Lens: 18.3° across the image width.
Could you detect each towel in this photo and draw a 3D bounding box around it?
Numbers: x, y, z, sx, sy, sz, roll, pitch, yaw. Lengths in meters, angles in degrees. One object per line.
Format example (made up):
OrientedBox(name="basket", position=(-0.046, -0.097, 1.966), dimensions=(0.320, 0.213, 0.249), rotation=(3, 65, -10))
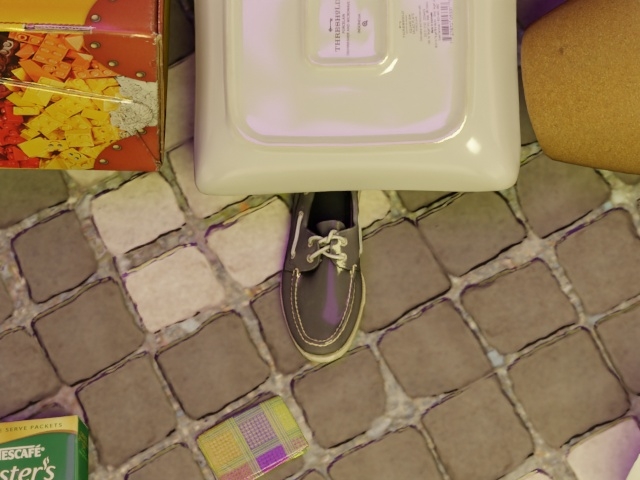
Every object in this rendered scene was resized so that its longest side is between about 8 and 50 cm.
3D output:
OrientedBox(name="towel", position=(-0.058, 0.170, 1.648), dimensions=(0.083, 0.009, 0.060), rotation=(-29, 63, -5))

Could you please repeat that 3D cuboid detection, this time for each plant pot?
OrientedBox(name="plant pot", position=(0.303, -0.145, 1.629), dimensions=(0.254, 0.237, 0.237), rotation=(-9, 63, 22))

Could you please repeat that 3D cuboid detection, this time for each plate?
OrientedBox(name="plate", position=(0.025, -0.177, 1.641), dimensions=(0.278, 0.045, 0.277), rotation=(-1, 90, 8))

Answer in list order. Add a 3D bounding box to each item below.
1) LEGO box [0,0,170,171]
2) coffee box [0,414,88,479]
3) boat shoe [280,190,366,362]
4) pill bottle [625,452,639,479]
OrientedBox(name="LEGO box", position=(-0.315, -0.319, 1.750), dimensions=(0.372, 0.193, 0.500), rotation=(1, 58, -3))
OrientedBox(name="coffee box", position=(-0.249, 0.238, 1.634), dimensions=(0.113, 0.040, 0.184), rotation=(-5, 65, 8))
OrientedBox(name="boat shoe", position=(0.000, 0.000, 1.685), dimensions=(0.075, 0.065, 0.206), rotation=(0, 66, 10))
OrientedBox(name="pill bottle", position=(0.374, 0.235, 1.451), dimensions=(0.301, 0.169, 0.169), rotation=(36, 76, 23))
